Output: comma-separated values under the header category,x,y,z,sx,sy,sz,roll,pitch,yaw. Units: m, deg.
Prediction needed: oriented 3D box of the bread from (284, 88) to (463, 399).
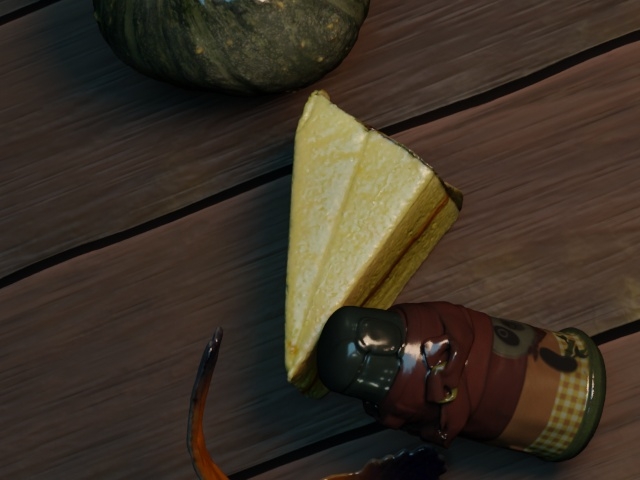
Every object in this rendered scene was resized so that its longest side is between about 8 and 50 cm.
category,x,y,z,sx,sy,sz,roll,pitch,yaw
bread,-0.001,0.004,1.910,0.163,0.167,0.264,35,86,18

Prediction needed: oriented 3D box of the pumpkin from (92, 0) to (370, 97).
category,x,y,z,sx,sy,sz,roll,pitch,yaw
pumpkin,-0.084,-0.308,1.953,0.292,0.257,0.327,9,85,24

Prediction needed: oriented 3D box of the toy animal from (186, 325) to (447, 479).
category,x,y,z,sx,sy,sz,roll,pitch,yaw
toy animal,-0.060,0.276,1.812,0.284,0.225,0.302,32,112,-7

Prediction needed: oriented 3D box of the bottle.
category,x,y,z,sx,sy,sz,roll,pitch,yaw
bottle,0.130,0.130,1.816,0.271,0.156,0.143,13,62,-20
